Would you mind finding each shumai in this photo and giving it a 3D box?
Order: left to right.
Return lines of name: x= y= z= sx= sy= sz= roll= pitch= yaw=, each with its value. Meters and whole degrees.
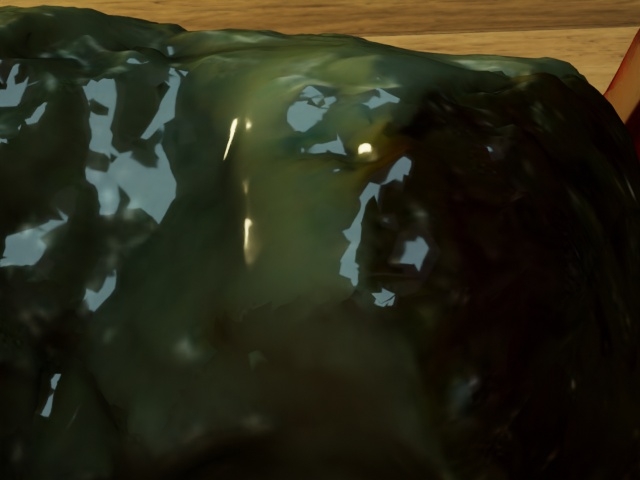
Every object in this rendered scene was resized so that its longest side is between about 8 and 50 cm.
shumai: x=-0.028 y=0.053 z=0.761 sx=0.323 sy=0.324 sz=0.397 roll=-10 pitch=0 yaw=21

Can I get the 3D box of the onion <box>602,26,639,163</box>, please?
onion: x=0.270 y=0.038 z=0.824 sx=0.341 sy=0.341 sz=0.341 roll=-5 pitch=31 yaw=3
